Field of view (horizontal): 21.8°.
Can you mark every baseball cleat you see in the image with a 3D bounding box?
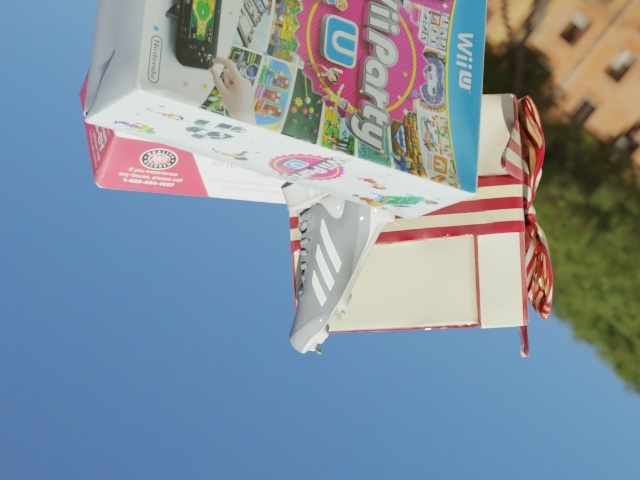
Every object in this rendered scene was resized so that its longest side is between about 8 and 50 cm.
[{"bbox_3d":[0.000,0.000,1.506,0.109,0.206,0.072,28,-164,-3],"label":"baseball cleat"}]

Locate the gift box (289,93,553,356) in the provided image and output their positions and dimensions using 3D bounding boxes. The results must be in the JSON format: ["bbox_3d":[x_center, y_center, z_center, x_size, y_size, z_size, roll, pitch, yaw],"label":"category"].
[{"bbox_3d":[0.100,-0.011,1.652,0.258,0.255,0.276,-3,-178,0],"label":"gift box"}]

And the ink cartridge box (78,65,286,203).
[{"bbox_3d":[-0.088,-0.228,1.899,0.279,0.385,0.160,5,-131,-23],"label":"ink cartridge box"}]

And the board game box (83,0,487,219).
[{"bbox_3d":[-0.018,-0.164,1.295,0.303,0.097,0.224,15,-111,-31],"label":"board game box"}]
